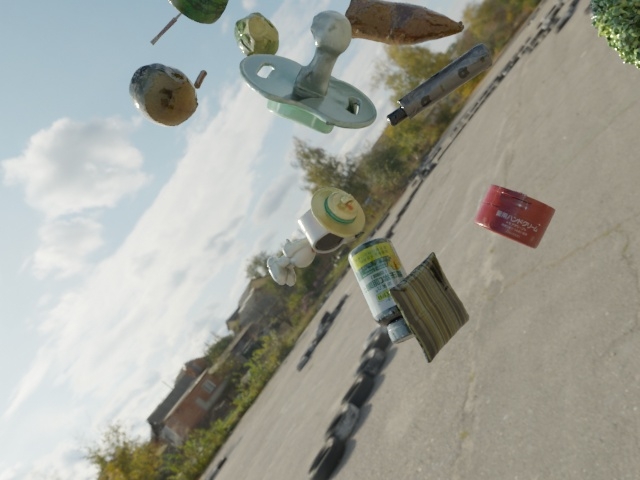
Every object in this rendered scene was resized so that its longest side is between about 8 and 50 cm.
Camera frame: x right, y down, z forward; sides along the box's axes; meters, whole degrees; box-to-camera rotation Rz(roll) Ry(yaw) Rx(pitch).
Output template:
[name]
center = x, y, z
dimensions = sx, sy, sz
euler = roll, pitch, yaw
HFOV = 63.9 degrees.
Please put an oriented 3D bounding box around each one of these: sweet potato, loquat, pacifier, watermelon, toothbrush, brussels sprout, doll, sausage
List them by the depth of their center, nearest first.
[pacifier]
center = -0.005, -0.402, 1.197
dimensions = 0.288, 0.344, 0.269
euler = -80, 15, -52
[doll]
center = -0.015, 0.002, 1.206
dimensions = 0.272, 0.143, 0.208
euler = -33, -22, 6
[sweet potato]
center = 0.238, -0.619, 1.472
dimensions = 0.131, 0.337, 0.131
euler = 11, -90, -88
[watermelon]
center = -0.363, -0.749, 1.508
dimensions = 0.146, 0.128, 0.231
euler = -14, -17, 37
[loquat]
center = -0.467, -0.431, 1.528
dimensions = 0.179, 0.179, 0.227
euler = -54, -13, 17
[sausage]
center = -0.403, -0.539, 1.720
dimensions = 0.026, 0.026, 0.116
euler = -55, 20, 36
[toothbrush]
center = -0.505, -0.735, 1.731
dimensions = 0.194, 0.014, 0.017
euler = -45, -19, 6
[brussels sprout]
center = -0.222, -0.715, 1.812
dimensions = 0.144, 0.161, 0.181
euler = -32, 21, -13

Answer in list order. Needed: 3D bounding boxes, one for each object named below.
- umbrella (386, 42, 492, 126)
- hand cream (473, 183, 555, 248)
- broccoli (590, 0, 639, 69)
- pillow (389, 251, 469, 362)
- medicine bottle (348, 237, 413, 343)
[umbrella]
center = 0.338, -0.439, 1.474
dimensions = 0.337, 0.067, 0.073
euler = -33, -39, 9
[hand cream]
center = 0.536, -0.067, 1.428
dimensions = 0.193, 0.193, 0.125
euler = -36, -32, -81
[broccoli]
center = 0.664, -0.416, 0.918
dimensions = 0.249, 0.376, 0.301
euler = 126, 143, -80
[pillow]
center = 0.279, 0.163, 1.290
dimensions = 0.212, 0.208, 0.052
euler = -33, 7, -39
[medicine bottle]
center = 0.196, 0.146, 1.483
dimensions = 0.142, 0.293, 0.141
euler = -20, -20, -7
